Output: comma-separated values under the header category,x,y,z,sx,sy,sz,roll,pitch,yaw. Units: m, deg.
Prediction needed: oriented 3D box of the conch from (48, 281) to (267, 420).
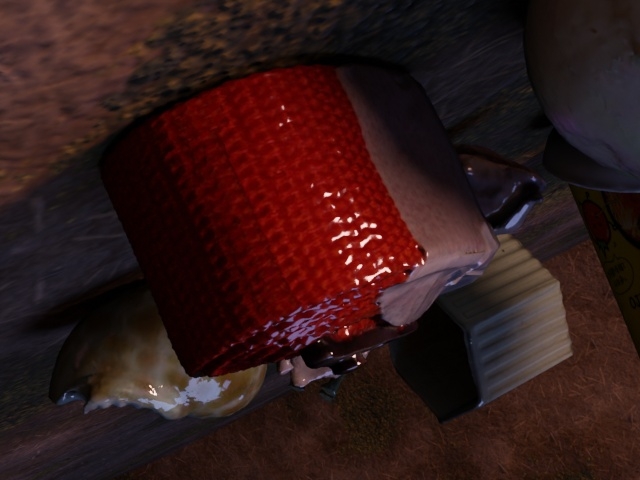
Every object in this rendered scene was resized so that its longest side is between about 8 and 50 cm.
category,x,y,z,sx,sy,sz,roll,pitch,yaw
conch,-0.097,0.069,0.679,0.172,0.106,0.116,-5,170,-25

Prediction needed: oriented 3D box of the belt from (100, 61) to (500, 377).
category,x,y,z,sx,sy,sz,roll,pitch,yaw
belt,0.000,0.000,0.475,0.128,0.124,0.201,-29,170,28

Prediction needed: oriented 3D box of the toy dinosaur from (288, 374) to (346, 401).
category,x,y,z,sx,sy,sz,roll,pitch,yaw
toy dinosaur,0.017,0.148,1.458,0.147,0.076,0.363,-62,177,-17

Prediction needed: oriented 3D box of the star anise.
category,x,y,z,sx,sy,sz,roll,pitch,yaw
star anise,0.049,0.011,0.715,0.236,0.093,0.229,-37,180,17

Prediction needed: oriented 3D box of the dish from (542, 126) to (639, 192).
category,x,y,z,sx,sy,sz,roll,pitch,yaw
dish,0.241,-0.097,0.782,0.141,0.078,0.141,-5,-157,2

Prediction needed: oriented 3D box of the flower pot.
category,x,y,z,sx,sy,sz,roll,pitch,yaw
flower pot,0.221,0.123,1.469,0.189,0.239,0.209,-22,-162,-27

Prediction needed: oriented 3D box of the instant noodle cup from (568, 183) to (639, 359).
category,x,y,z,sx,sy,sz,roll,pitch,yaw
instant noodle cup,0.395,-0.030,0.964,0.325,0.254,0.325,-26,170,-5

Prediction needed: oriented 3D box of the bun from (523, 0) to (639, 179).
category,x,y,z,sx,sy,sz,roll,pitch,yaw
bun,0.242,-0.090,0.447,0.293,0.187,0.293,-23,169,-5
